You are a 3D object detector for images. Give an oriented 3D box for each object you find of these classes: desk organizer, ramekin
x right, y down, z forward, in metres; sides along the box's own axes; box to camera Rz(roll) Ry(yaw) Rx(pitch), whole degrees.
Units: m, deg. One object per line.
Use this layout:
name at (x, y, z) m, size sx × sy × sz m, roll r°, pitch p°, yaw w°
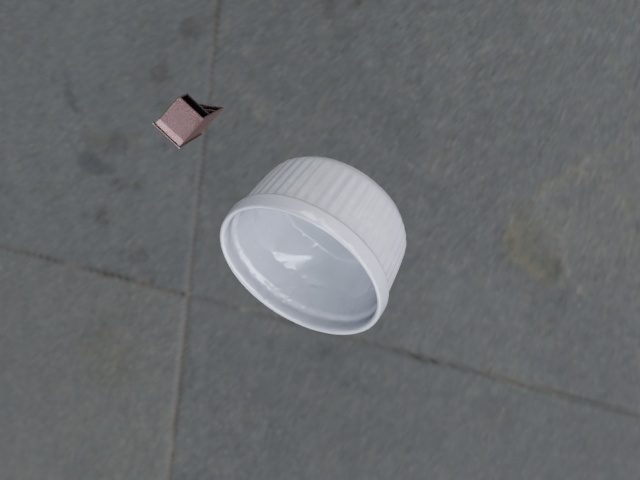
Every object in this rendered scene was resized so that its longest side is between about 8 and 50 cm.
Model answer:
desk organizer at (-0.168, -0.160, 1.752) m, size 0.047 × 0.130 × 0.050 m, roll 43°, pitch 104°, yaw -3°
ramekin at (0.000, 0.000, 1.551) m, size 0.207 × 0.109 × 0.207 m, roll 22°, pitch 145°, yaw 17°
